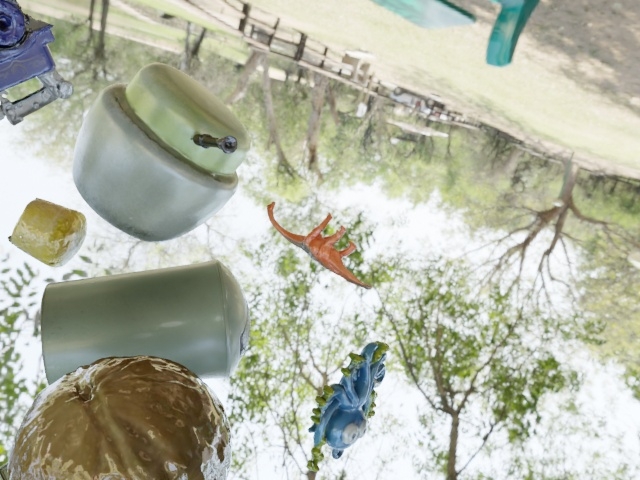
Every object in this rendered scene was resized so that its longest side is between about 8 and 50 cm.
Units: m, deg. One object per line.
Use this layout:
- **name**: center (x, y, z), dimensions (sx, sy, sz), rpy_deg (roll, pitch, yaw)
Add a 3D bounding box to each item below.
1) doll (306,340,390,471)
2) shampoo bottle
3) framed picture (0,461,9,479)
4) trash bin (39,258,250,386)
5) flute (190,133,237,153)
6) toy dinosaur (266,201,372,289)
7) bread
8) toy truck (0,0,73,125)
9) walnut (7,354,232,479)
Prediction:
- **doll**: center (0.097, 0.435, 1.451), dimensions (0.098, 0.342, 0.346), rpy_deg (24, -168, 31)
- **shampoo bottle**: center (-0.328, -0.170, 1.105), dimensions (0.322, 0.317, 0.322), rpy_deg (42, -167, -12)
- **framed picture**: center (-0.513, 0.462, 1.022), dimensions (0.142, 0.011, 0.183), rpy_deg (-32, -120, -27)
- **trash bin**: center (-0.376, 0.195, 1.228), dimensions (0.431, 0.281, 0.280), rpy_deg (-5, -161, -17)
- **flute**: center (-0.174, -0.158, 0.863), dimensions (0.027, 0.027, 0.233), rpy_deg (9, -173, -25)
- **toy dinosaur**: center (-0.003, -0.003, 1.019), dimensions (0.279, 0.101, 0.055), rpy_deg (48, -177, 35)
- **bread**: center (-0.803, -0.022, 1.607), dimensions (0.170, 0.197, 0.197), rpy_deg (26, -167, -2)
- **toy truck**: center (-0.467, -0.237, 0.723), dimensions (0.213, 0.177, 0.161), rpy_deg (-38, -132, -27)
- **walnut**: center (-0.283, 0.332, 0.806), dimensions (0.332, 0.333, 0.333), rpy_deg (15, -167, -4)
